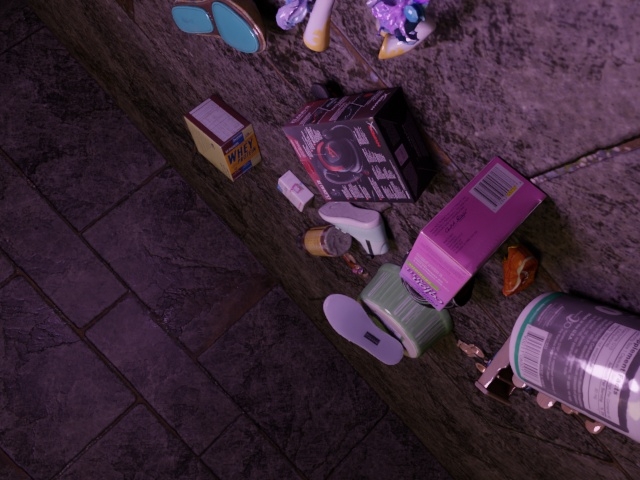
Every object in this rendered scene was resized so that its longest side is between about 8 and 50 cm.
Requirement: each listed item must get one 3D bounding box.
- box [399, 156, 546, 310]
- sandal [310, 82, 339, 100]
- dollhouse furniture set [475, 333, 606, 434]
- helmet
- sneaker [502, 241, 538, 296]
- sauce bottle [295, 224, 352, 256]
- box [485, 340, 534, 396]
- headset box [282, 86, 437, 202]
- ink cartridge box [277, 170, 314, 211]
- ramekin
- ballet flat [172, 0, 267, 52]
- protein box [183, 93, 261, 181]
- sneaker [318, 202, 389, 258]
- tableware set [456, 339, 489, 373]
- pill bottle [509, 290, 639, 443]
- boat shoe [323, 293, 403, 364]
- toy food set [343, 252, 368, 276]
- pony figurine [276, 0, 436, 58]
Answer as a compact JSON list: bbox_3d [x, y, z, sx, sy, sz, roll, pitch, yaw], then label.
[{"bbox_3d":[0.279,-0.004,1.082,0.117,0.213,0.243,43,164,15],"label":"box"},{"bbox_3d":[0.024,-0.320,1.317,0.067,0.040,0.179,46,179,24],"label":"sandal"},{"bbox_3d":[0.509,0.353,1.310,0.212,0.161,0.242,30,-174,-31],"label":"dollhouse furniture set"},{"bbox_3d":[0.280,0.087,1.389,0.162,0.169,0.169,10,142,39],"label":"helmet"},{"bbox_3d":[0.416,0.062,1.197,0.175,0.064,0.067,83,161,-55],"label":"sneaker"},{"bbox_3d":[0.000,0.000,1.987,0.111,0.111,0.344,51,165,-13],"label":"sauce bottle"},{"bbox_3d":[0.518,0.334,1.485,0.137,0.094,0.027,28,155,47],"label":"box"},{"bbox_3d":[0.071,-0.196,1.225,0.293,0.110,0.218,4,136,46],"label":"headset box"},{"bbox_3d":[-0.084,-0.165,1.908,0.122,0.052,0.088,47,164,5],"label":"ink cartridge box"},{"bbox_3d":[0.256,0.231,1.801,0.303,0.148,0.303,42,163,16],"label":"ramekin"},{"bbox_3d":[-0.212,-0.519,1.301,0.349,0.123,0.123,29,156,39],"label":"ballet flat"},{"bbox_3d":[-0.332,-0.351,1.947,0.201,0.136,0.199,41,162,23],"label":"protein box"},{"bbox_3d":[0.098,-0.030,1.677,0.256,0.094,0.151,23,146,49],"label":"sneaker"},{"bbox_3d":[0.496,0.369,1.752,0.168,0.020,0.141,46,164,4],"label":"tableware set"},{"bbox_3d":[0.538,0.232,0.998,0.361,0.204,0.204,22,151,56],"label":"pill bottle"},{"bbox_3d":[0.126,0.271,1.767,0.306,0.113,0.105,35,173,-14],"label":"boat shoe"},{"bbox_3d":[0.119,0.090,2.046,0.122,0.019,0.078,46,164,3],"label":"toy food set"},{"bbox_3d":[0.052,-0.391,0.748,0.351,0.302,0.363,18,167,-17],"label":"pony figurine"}]
